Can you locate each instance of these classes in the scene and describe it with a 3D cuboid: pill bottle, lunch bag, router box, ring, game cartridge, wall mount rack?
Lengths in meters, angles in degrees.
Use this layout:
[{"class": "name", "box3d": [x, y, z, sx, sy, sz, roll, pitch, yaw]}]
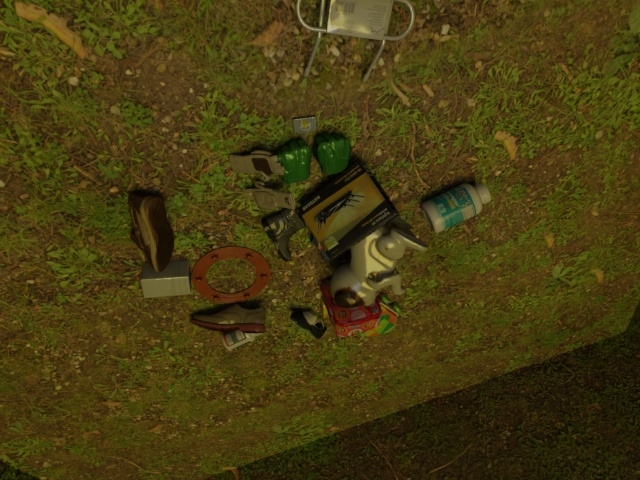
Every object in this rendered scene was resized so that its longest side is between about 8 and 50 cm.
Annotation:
[{"class": "pill bottle", "box3d": [0.574, -0.147, 1.694, 0.264, 0.146, 0.146, -26, 131, 5]}, {"class": "lunch bag", "box3d": [0.153, 0.282, 1.828, 0.258, 0.293, 0.120, -14, 133, -11]}, {"class": "router box", "box3d": [0.100, -0.110, 1.509, 0.309, 0.242, 0.081, -36, 171, 22]}, {"class": "ring", "box3d": [-0.385, 0.162, 1.744, 0.337, 0.032, 0.336, -8, 130, -9]}, {"class": "game cartridge", "box3d": [-0.054, -0.400, 1.386, 0.083, 0.017, 0.056, -10, 134, -8]}, {"class": "pill bottle", "box3d": [-0.374, 0.450, 1.934, 0.180, 0.108, 0.108, -26, 131, 5]}, {"class": "wall mount rack", "box3d": [0.084, -0.618, 1.181, 0.351, 0.130, 0.304, -1, 125, -16]}]

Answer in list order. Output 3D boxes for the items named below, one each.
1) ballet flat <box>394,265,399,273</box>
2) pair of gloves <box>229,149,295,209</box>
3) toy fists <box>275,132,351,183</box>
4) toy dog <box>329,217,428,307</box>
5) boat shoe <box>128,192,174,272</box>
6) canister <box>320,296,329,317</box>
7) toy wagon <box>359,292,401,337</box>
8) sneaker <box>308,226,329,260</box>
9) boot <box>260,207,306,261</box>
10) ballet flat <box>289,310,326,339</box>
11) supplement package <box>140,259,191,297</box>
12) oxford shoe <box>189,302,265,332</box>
[{"class": "ballet flat", "box3d": [0.326, 0.113, 1.901, 0.070, 0.070, 0.188, -26, 133, 6]}, {"class": "pair of gloves", "box3d": [-0.201, -0.214, 1.428, 0.204, 0.042, 0.240, 2, 132, 26]}, {"class": "toy fists", "box3d": [-0.026, -0.303, 1.424, 0.280, 0.096, 0.142, -14, 144, -7]}, {"class": "toy dog", "box3d": [0.191, 0.103, 1.658, 0.396, 0.284, 0.407, 18, 110, -21]}, {"class": "boat shoe", "box3d": [-0.634, -0.027, 1.476, 0.123, 0.123, 0.341, 15, 134, 9]}, {"class": "canister", "box3d": [0.091, 0.320, 1.987, 0.170, 0.073, 0.126, -9, 130, -7]}, {"class": "toy wagon", "box3d": [0.305, 0.422, 2.136, 0.267, 0.068, 0.344, -40, 128, 17]}, {"class": "sneaker", "box3d": [0.000, 0.000, 1.703, 0.087, 0.083, 0.221, -2, 131, 10]}, {"class": "boot", "box3d": [-0.124, -0.026, 1.636, 0.161, 0.083, 0.246, -26, 133, -2]}, {"class": "ballet flat", "box3d": [-0.052, 0.408, 2.014, 0.096, 0.095, 0.280, -38, 140, 3]}, {"class": "supplement package", "box3d": [-0.620, 0.154, 1.618, 0.180, 0.105, 0.105, -3, 130, -15]}, {"class": "oxford shoe", "box3d": [-0.423, 0.355, 1.854, 0.349, 0.130, 0.123, 5, 160, -2]}]
